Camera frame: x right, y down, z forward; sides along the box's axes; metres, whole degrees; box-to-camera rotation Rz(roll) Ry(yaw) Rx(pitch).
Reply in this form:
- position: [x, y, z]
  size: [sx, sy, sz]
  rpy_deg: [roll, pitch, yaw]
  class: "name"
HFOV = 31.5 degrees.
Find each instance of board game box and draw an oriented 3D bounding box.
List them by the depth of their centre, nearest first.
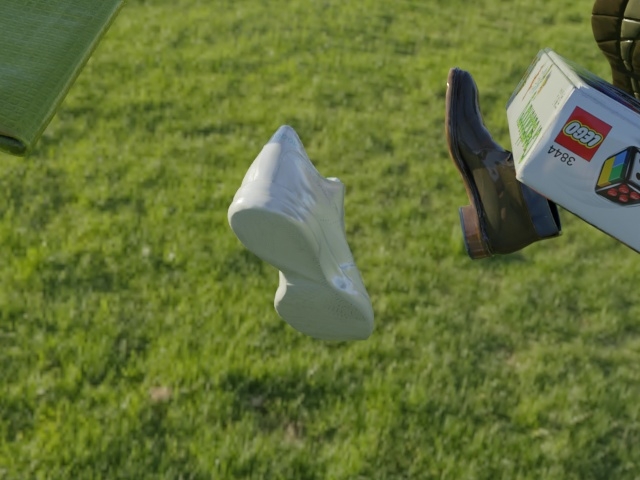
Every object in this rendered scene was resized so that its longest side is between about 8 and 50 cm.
- position: [0.197, -0.030, 0.620]
  size: [0.193, 0.053, 0.305]
  rpy_deg: [31, 15, 1]
  class: "board game box"

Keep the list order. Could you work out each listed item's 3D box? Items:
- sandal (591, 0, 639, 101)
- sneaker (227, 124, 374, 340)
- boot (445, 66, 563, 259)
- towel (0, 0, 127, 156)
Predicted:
- position: [0.282, -0.162, 0.937]
  size: [0.090, 0.060, 0.219]
  rpy_deg: [33, -7, 31]
  class: "sandal"
- position: [0.000, 0.000, 0.860]
  size: [0.080, 0.212, 0.094]
  rpy_deg: [3, 57, 20]
  class: "sneaker"
- position: [0.204, -0.092, 1.268]
  size: [0.106, 0.219, 0.082]
  rpy_deg: [-8, 7, 22]
  class: "boot"
- position: [-0.112, -0.121, 0.429]
  size: [0.102, 0.021, 0.237]
  rpy_deg: [16, 43, 1]
  class: "towel"
